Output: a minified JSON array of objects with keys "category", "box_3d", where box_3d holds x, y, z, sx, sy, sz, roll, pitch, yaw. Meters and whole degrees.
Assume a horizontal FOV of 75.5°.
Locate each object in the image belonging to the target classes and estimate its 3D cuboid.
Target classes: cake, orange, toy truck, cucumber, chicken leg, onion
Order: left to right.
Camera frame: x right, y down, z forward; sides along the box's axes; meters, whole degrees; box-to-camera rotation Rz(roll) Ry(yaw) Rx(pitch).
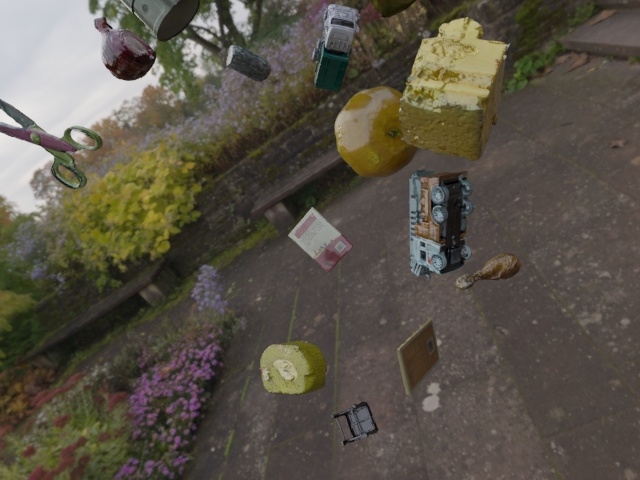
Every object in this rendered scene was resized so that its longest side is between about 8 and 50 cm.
[{"category":"onion","box_3d":[-0.621,-0.583,1.279,0.135,0.198,0.173,-46,11,21]},{"category":"cucumber","box_3d":[-0.184,-0.447,1.047,0.064,0.112,0.064,-7,80,45]},{"category":"cake","box_3d":[-0.101,0.472,1.546,0.260,0.179,0.156,-14,-11,37]},{"category":"toy truck","box_3d":[0.040,-0.556,1.227,0.253,0.114,0.124,119,156,-68]},{"category":"orange","box_3d":[0.178,-0.337,1.299,0.279,0.279,0.235,-40,25,-9]},{"category":"toy truck","box_3d":[0.353,-0.044,1.274,0.132,0.339,0.184,-14,20,-30]},{"category":"cake","box_3d":[0.356,-0.396,1.075,0.222,0.227,0.286,19,74,23]},{"category":"chicken leg","box_3d":[0.590,0.111,1.458,0.251,0.107,0.087,-19,59,-15]}]

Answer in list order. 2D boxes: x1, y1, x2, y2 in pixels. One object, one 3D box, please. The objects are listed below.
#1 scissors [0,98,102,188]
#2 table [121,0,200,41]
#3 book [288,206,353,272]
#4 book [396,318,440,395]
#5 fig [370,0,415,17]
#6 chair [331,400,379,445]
[{"category":"scissors","box_3d":[-0.492,-0.179,0.728,0.133,0.187,0.020,-49,22,26]},{"category":"table","box_3d":[-0.371,-0.541,0.844,0.126,0.220,0.126,-42,12,11]},{"category":"book","box_3d":[0.000,0.000,1.696,0.162,0.232,0.022,-48,-4,17]},{"category":"book","box_3d":[0.345,0.399,1.435,0.018,0.170,0.241,-6,11,42]},{"category":"fig","box_3d":[0.141,-0.494,0.749,0.154,0.166,0.144,-3,66,1]},{"category":"chair","box_3d":[0.141,0.619,1.420,0.113,0.229,0.106,-32,64,20]}]
